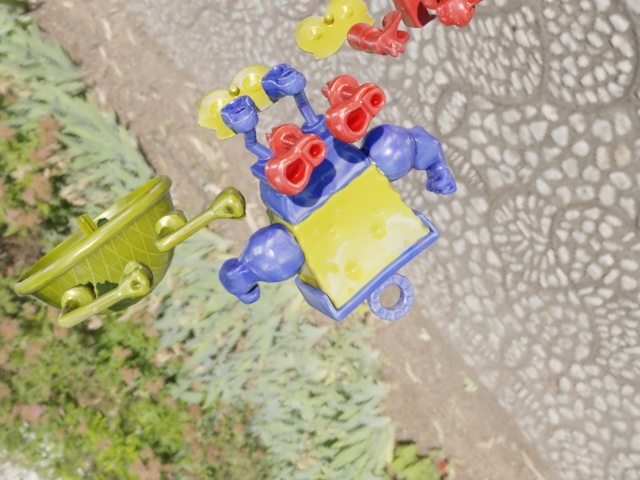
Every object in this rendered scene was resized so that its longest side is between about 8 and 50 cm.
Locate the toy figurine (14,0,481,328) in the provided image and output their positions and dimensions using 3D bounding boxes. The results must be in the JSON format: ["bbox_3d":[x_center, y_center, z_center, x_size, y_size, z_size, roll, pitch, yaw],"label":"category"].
[{"bbox_3d":[0.000,0.000,0.636,0.217,0.362,0.191,56,165,-28],"label":"toy figurine"}]
